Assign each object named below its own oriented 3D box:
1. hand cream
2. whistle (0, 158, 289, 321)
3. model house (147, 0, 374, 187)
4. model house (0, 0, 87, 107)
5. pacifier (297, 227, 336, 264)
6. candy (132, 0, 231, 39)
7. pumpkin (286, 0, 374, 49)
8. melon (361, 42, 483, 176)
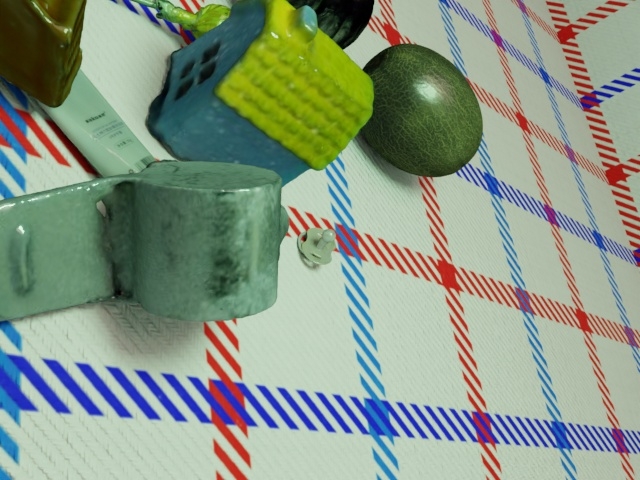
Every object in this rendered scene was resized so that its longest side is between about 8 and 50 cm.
[{"bbox_3d":[-0.312,-0.164,1.056,0.320,0.067,0.109,51,38,-6],"label":"hand cream"},{"bbox_3d":[-0.213,-0.003,0.955,0.405,0.188,0.168,-2,106,-20],"label":"whistle"},{"bbox_3d":[-0.081,-0.229,1.186,0.237,0.303,0.215,33,51,-35],"label":"model house"},{"bbox_3d":[-0.366,-0.314,0.975,0.268,0.173,0.239,-90,159,-44],"label":"model house"},{"bbox_3d":[0.000,0.000,1.322,0.068,0.064,0.083,32,42,-10],"label":"pacifier"},{"bbox_3d":[-0.253,-0.374,1.242,0.262,0.077,0.073,13,86,-29],"label":"candy"},{"bbox_3d":[-0.005,-0.513,1.478,0.296,0.296,0.295,30,46,-37],"label":"pumpkin"},{"bbox_3d":[0.207,-0.264,1.605,0.302,0.237,0.237,44,39,-25],"label":"melon"}]
